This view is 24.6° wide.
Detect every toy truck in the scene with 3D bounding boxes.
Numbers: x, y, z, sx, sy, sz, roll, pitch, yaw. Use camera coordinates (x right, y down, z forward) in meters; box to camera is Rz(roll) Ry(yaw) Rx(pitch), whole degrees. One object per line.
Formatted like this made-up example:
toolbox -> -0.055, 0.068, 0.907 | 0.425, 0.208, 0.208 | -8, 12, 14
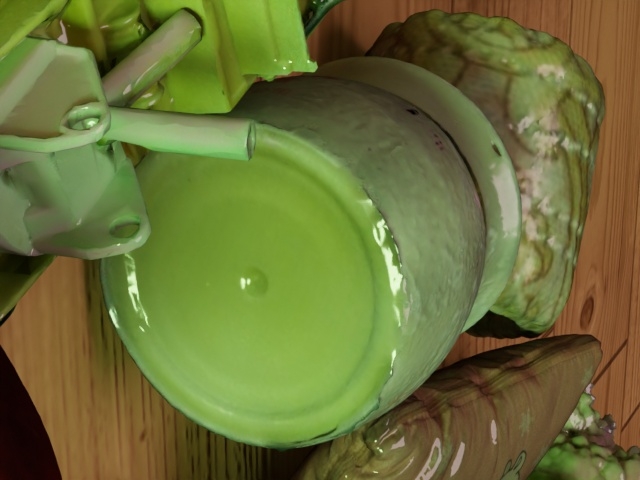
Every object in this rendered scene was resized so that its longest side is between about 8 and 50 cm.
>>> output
toy truck -> -0.057, -0.078, 0.496 | 0.259, 0.135, 0.128 | -60, 148, -43

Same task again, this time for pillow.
pillow -> 0.031, 0.144, 0.751 | 0.236, 0.084, 0.223 | -16, 147, -55

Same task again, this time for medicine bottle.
medicine bottle -> 0.000, 0.000, 0.625 | 0.143, 0.147, 0.147 | -34, 128, -59

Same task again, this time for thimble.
thimble -> 0.077, -0.028, 0.796 | 0.190, 0.138, 0.143 | 54, 47, -76

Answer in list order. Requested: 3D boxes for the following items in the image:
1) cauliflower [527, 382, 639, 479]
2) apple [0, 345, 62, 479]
cauliflower -> 0.148, 0.213, 0.993 | 0.315, 0.239, 0.256 | 62, 15, -76
apple -> -0.140, 0.071, 0.360 | 0.147, 0.156, 0.158 | -59, 176, -37
